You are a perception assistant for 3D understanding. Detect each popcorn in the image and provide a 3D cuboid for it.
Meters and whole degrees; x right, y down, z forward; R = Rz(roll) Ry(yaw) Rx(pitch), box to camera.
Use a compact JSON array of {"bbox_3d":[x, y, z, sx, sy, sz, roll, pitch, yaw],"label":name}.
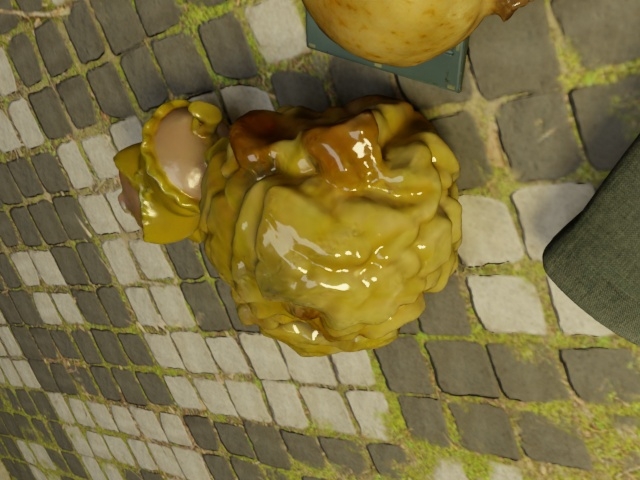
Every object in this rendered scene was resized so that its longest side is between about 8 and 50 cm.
[{"bbox_3d":[0.000,0.000,0.761,0.265,0.225,0.332,27,144,20],"label":"popcorn"}]

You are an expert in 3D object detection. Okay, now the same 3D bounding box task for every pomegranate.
[{"bbox_3d":[0.074,-0.221,0.579,0.196,0.196,0.196,23,130,30],"label":"pomegranate"}]

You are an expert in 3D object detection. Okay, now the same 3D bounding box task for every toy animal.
[{"bbox_3d":[-0.164,-0.083,0.914,0.156,0.156,0.230,56,149,-3],"label":"toy animal"}]

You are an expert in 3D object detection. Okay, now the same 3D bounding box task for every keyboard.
[{"bbox_3d":[0.058,-0.188,0.725,0.176,0.014,0.055,24,131,29],"label":"keyboard"}]

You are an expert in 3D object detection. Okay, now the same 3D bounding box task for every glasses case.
[{"bbox_3d":[0.293,-0.051,0.559,0.131,0.074,0.323,39,136,14],"label":"glasses case"}]
